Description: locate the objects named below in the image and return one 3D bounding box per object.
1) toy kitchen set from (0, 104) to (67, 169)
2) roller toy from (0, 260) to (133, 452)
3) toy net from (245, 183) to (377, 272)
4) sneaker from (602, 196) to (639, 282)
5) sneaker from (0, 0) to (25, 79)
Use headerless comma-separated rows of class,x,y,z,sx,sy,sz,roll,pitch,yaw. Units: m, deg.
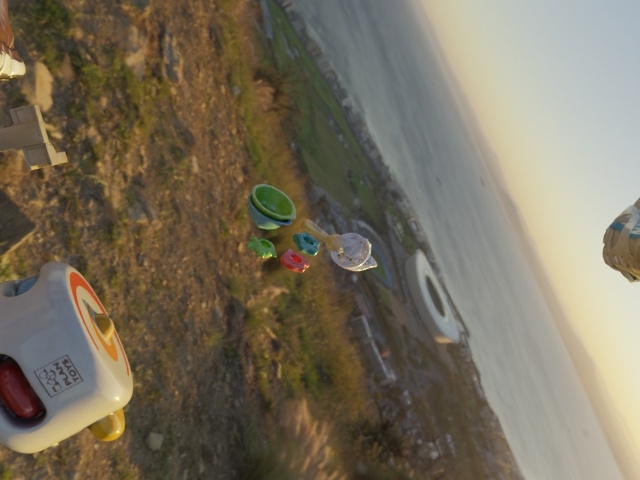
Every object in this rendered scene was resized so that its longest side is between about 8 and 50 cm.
toy kitchen set,-0.411,-0.141,0.828,0.075,0.068,0.083,-121,-161,-77
roller toy,-0.308,0.130,0.679,0.209,0.146,0.191,58,-12,27
toy net,0.000,0.000,0.843,0.232,0.045,0.122,18,33,-28
sneaker,0.422,0.020,0.754,0.087,0.092,0.228,40,27,2
sneaker,-0.348,-0.230,0.535,0.281,0.106,0.162,-145,-129,-66
